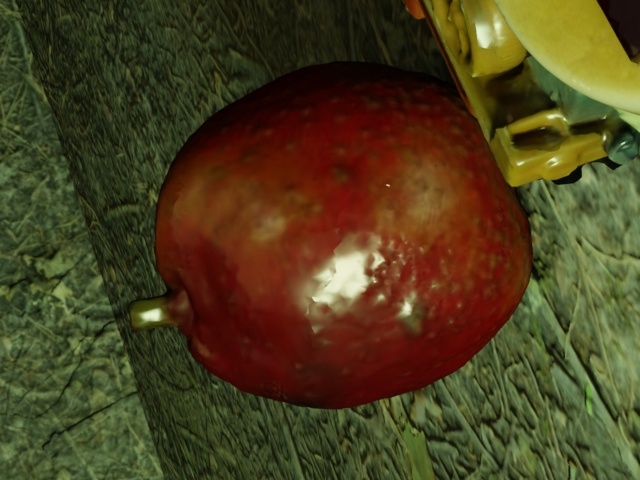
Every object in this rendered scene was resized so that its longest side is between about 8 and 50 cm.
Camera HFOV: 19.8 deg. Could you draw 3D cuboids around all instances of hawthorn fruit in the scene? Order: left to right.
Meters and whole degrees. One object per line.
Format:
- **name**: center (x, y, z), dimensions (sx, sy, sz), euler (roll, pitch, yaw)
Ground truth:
- **hawthorn fruit**: center (0.000, 0.000, 1.372), dimensions (0.265, 0.307, 0.265), euler (163, 90, -77)

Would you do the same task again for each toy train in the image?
- **toy train**: center (0.119, -0.198, 1.144), dimensions (0.232, 0.163, 0.369), euler (90, 159, -68)

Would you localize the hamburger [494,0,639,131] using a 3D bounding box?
- **hamburger**: center (0.204, -0.190, 0.871), dimensions (0.302, 0.170, 0.302), euler (7, 99, 53)
